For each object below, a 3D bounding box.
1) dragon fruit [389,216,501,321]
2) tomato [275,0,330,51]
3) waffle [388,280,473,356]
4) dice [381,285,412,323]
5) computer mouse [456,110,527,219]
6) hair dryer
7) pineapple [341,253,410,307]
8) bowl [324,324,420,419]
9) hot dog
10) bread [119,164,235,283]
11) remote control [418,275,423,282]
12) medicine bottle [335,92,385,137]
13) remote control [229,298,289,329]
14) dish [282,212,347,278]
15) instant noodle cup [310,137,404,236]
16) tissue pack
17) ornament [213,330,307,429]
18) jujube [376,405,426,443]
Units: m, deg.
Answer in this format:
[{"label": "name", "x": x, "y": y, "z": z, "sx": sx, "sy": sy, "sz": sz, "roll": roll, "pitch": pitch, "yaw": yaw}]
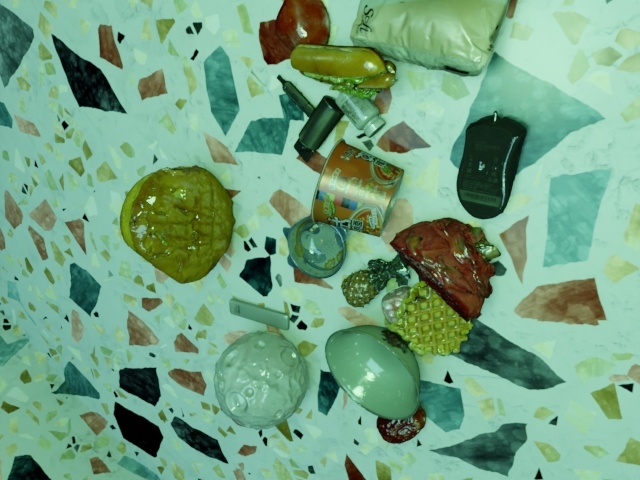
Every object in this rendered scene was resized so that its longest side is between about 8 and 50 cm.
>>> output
[{"label": "dragon fruit", "x": 0.361, "y": 0.044, "z": 1.180, "sx": 0.317, "sy": 0.152, "sz": 0.205, "roll": 44, "pitch": 86, "yaw": 2}, {"label": "tomato", "x": -0.053, "y": -0.597, "z": 1.252, "sx": 0.174, "sy": 0.082, "sz": 0.166, "roll": 43, "pitch": 122, "yaw": 11}, {"label": "waffle", "x": 0.330, "y": 0.223, "z": 1.308, "sx": 0.237, "sy": 0.059, "sz": 0.243, "roll": 30, "pitch": 100, "yaw": -15}, {"label": "dice", "x": 0.245, "y": 0.199, "z": 1.378, "sx": 0.094, "sy": 0.091, "sz": 0.093, "roll": -23, "pitch": 96, "yaw": 32}, {"label": "computer mouse", "x": 0.427, "y": -0.189, "z": 1.139, "sx": 0.147, "sy": 0.088, "sz": 0.265, "roll": 22, "pitch": 119, "yaw": 39}, {"label": "hair dryer", "x": -0.064, "y": -0.388, "z": 1.354, "sx": 0.248, "sy": 0.078, "sz": 0.196, "roll": 51, "pitch": 124, "yaw": 14}, {"label": "pineapple", "x": 0.179, "y": 0.113, "z": 1.381, "sx": 0.237, "sy": 0.111, "sz": 0.119, "roll": -36, "pitch": 115, "yaw": 28}, {"label": "bowl", "x": 0.189, "y": 0.376, "z": 1.420, "sx": 0.337, "sy": 0.157, "sz": 0.338, "roll": 24, "pitch": 131, "yaw": 30}, {"label": "hot dog", "x": 0.054, "y": -0.433, "z": 1.159, "sx": 0.337, "sy": 0.135, "sz": 0.100, "roll": 26, "pitch": 96, "yaw": 41}, {"label": "bread", "x": -0.462, "y": -0.066, "z": 1.501, "sx": 0.215, "sy": 0.398, "sz": 0.399, "roll": 6, "pitch": 112, "yaw": 39}, {"label": "remote control", "x": 0.314, "y": 0.078, "z": 1.325, "sx": 0.072, "sy": 0.042, "sz": 0.222, "roll": -6, "pitch": 105, "yaw": 28}, {"label": "medicine bottle", "x": 0.113, "y": -0.355, "z": 1.252, "sx": 0.140, "sy": 0.079, "sz": 0.079, "roll": 50, "pitch": 123, "yaw": 3}, {"label": "remote control", "x": -0.231, "y": 0.274, "z": 1.709, "sx": 0.260, "sy": 0.029, "sz": 0.067, "roll": 12, "pitch": 113, "yaw": 22}, {"label": "dish", "x": 0.000, "y": 0.000, "z": 1.443, "sx": 0.236, "sy": 0.086, "sz": 0.228, "roll": -3, "pitch": 106, "yaw": 30}, {"label": "instant noodle cup", "x": 0.108, "y": -0.132, "z": 1.256, "sx": 0.192, "sy": 0.250, "sz": 0.251, "roll": 21, "pitch": 117, "yaw": 10}, {"label": "tissue pack", "x": 0.269, "y": -0.584, "z": 1.026, "sx": 0.389, "sy": 0.195, "sz": 0.376, "roll": 19, "pitch": 104, "yaw": 22}, {"label": "ornament", "x": -0.217, "y": 0.498, "z": 1.615, "sx": 0.336, "sy": 0.337, "sz": 0.338, "roll": 10, "pitch": 113, "yaw": 25}, {"label": "jujube", "x": 0.269, "y": 0.605, "z": 1.509, "sx": 0.112, "sy": 0.109, "sz": 0.176, "roll": 35, "pitch": 125, "yaw": -27}]
